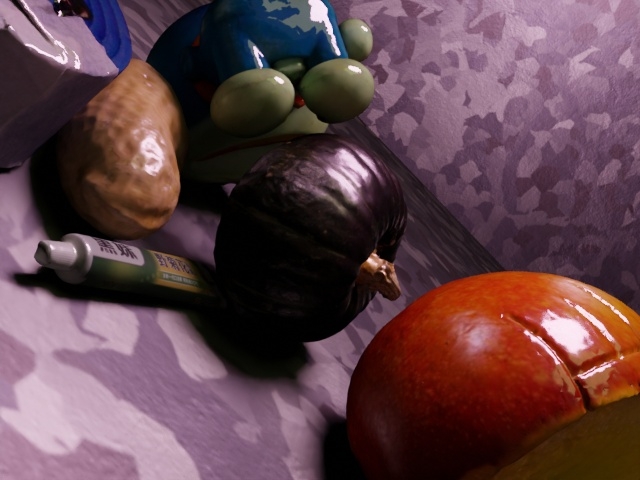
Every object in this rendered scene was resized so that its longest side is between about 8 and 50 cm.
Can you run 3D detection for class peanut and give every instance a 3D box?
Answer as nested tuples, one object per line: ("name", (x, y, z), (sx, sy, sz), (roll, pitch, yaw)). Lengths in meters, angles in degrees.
("peanut", (-0.154, -0.078, 0.643), (0.108, 0.095, 0.226), (38, 17, -28))

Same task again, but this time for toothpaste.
("toothpaste", (-0.129, 0.022, 0.575), (0.049, 0.031, 0.204), (55, 13, 21))

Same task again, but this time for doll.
("doll", (-0.069, -0.156, 0.794), (0.322, 0.199, 0.186), (-24, -101, 64))

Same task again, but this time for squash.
("squash", (-0.005, -0.003, 0.693), (0.156, 0.193, 0.193), (21, -6, 40))

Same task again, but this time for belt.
("belt", (-0.278, -0.219, 0.539), (0.346, 0.117, 0.212), (55, 21, 2))

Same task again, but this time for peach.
("peach", (0.137, 0.144, 0.637), (0.245, 0.248, 0.275), (13, 3, 42))
